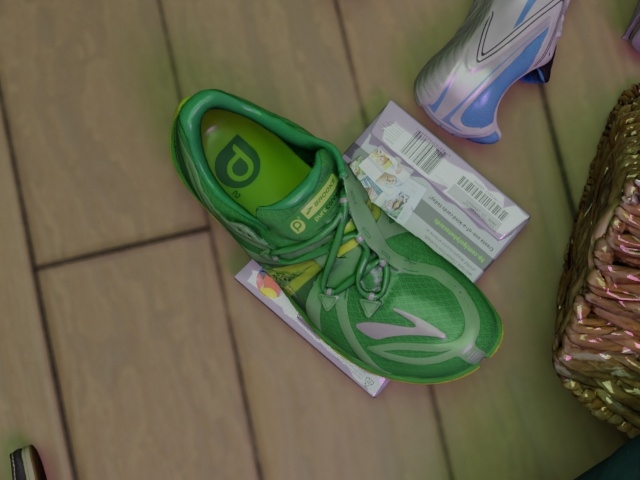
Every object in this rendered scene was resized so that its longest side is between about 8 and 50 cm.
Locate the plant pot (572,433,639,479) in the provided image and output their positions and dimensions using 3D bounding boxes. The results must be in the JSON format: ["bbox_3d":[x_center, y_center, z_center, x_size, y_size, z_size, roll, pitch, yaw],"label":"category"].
[{"bbox_3d":[0.201,0.282,0.866,0.255,0.272,0.271,-36,81,32],"label":"plant pot"}]

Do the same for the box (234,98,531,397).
[{"bbox_3d":[0.048,0.007,1.031,0.145,0.038,0.186,40,85,7],"label":"box"}]

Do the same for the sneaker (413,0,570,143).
[{"bbox_3d":[0.163,-0.180,1.037,0.086,0.085,0.237,37,81,-20],"label":"sneaker"}]

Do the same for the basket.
[{"bbox_3d":[0.332,0.044,0.987,0.299,0.223,0.213,17,116,4],"label":"basket"}]

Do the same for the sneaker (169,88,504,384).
[{"bbox_3d":[0.000,0.000,0.953,0.295,0.123,0.109,39,85,7],"label":"sneaker"}]

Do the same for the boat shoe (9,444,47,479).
[{"bbox_3d":[-0.227,0.233,1.004,0.049,0.056,0.152,-7,82,-4],"label":"boat shoe"}]

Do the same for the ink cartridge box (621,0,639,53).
[{"bbox_3d":[0.396,-0.258,0.995,0.223,0.129,0.307,23,80,5],"label":"ink cartridge box"}]
